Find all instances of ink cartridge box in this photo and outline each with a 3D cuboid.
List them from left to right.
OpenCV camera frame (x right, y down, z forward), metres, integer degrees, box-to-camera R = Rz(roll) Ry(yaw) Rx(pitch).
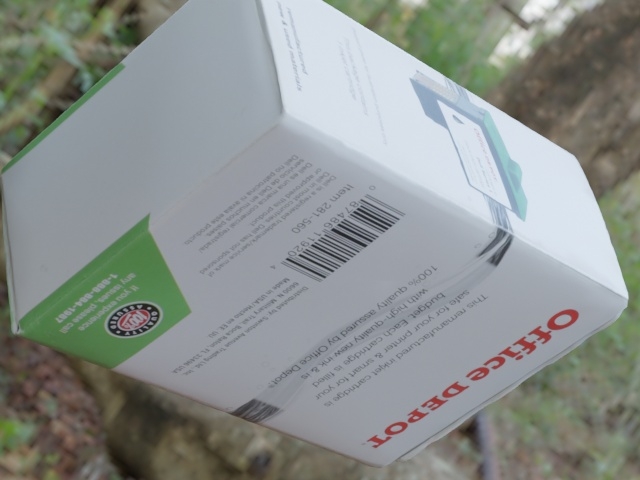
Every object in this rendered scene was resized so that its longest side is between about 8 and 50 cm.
[{"bbox_3d":[0.000,0.000,0.742,0.219,0.160,0.092,26,38,-41],"label":"ink cartridge box"}]
